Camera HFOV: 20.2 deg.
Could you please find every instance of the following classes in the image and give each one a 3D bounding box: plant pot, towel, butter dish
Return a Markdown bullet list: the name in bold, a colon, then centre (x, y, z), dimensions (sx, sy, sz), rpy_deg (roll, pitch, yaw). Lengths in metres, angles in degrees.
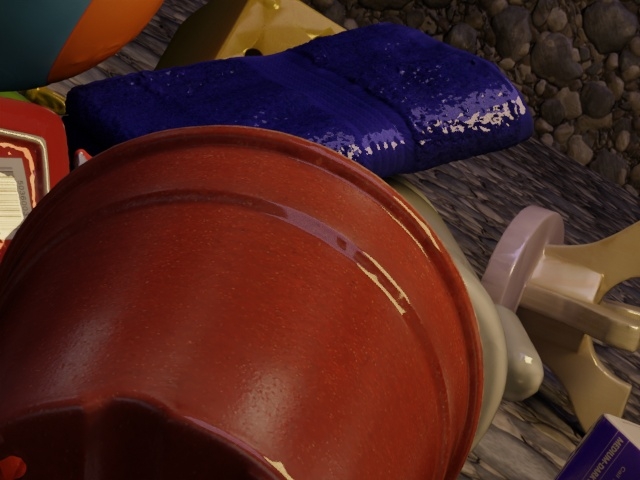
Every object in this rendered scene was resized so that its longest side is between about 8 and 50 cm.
- **plant pot**: centre (-0.064, 0.113, 0.841), dimensions (0.272, 0.272, 0.265), rpy_deg (32, 21, -5)
- **towel**: centre (-0.025, -0.094, 1.338), dimensions (0.308, 0.076, 0.227), rpy_deg (-17, 24, -27)
- **plant pot**: centre (-0.048, -0.098, 1.557), dimensions (0.212, 0.212, 0.187), rpy_deg (32, -27, -9)
- **butter dish**: centre (-0.247, -0.009, 1.146), dimensions (0.160, 0.118, 0.160), rpy_deg (10, 66, -42)

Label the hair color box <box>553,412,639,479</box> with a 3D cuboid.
- **hair color box**: centre (0.358, 0.296, 1.480), dimensions (0.185, 0.110, 0.339), rpy_deg (22, 15, -44)

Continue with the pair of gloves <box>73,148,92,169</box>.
- **pair of gloves**: centre (-0.128, 0.043, 1.183), dimensions (0.159, 0.023, 0.198), rpy_deg (-107, -179, -54)

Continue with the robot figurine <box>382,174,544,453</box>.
- **robot figurine**: centre (0.019, 0.058, 1.323), dimensions (0.300, 0.200, 0.353), rpy_deg (16, 17, -15)

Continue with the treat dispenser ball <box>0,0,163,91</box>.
- **treat dispenser ball**: centre (-0.242, -0.255, 1.340), dimensions (0.288, 0.288, 0.288), rpy_deg (31, 13, -8)

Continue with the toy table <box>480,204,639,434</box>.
- **toy table**: centre (0.265, 0.072, 1.855), dimensions (0.161, 0.252, 0.274), rpy_deg (19, 18, 15)

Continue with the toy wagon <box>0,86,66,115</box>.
- **toy wagon**: centre (-0.283, -0.084, 1.422), dimensions (0.267, 0.068, 0.344), rpy_deg (34, 12, 2)
